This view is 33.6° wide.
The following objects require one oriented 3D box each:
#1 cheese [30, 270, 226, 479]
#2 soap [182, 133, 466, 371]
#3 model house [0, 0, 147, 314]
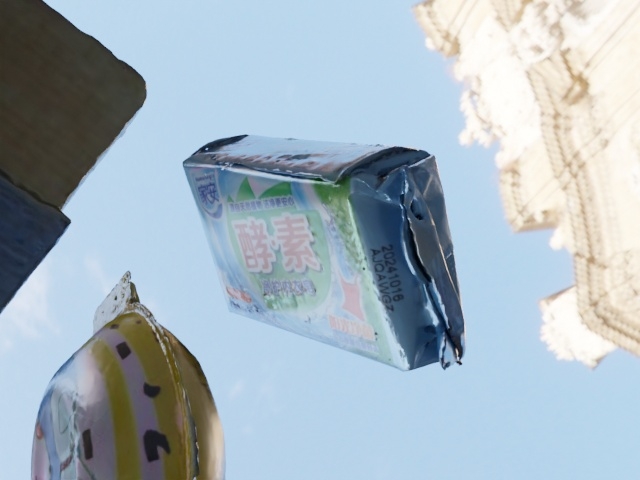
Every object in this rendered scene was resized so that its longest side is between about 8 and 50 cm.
[{"bbox_3d":[-0.079,0.135,0.448,0.064,0.156,0.250,1,-115,-30],"label":"cheese"},{"bbox_3d":[0.000,0.000,0.802,0.077,0.293,0.156,-27,-68,-31],"label":"soap"},{"bbox_3d":[-0.438,-0.080,1.145,0.334,0.382,0.343,35,-115,-13],"label":"model house"}]
